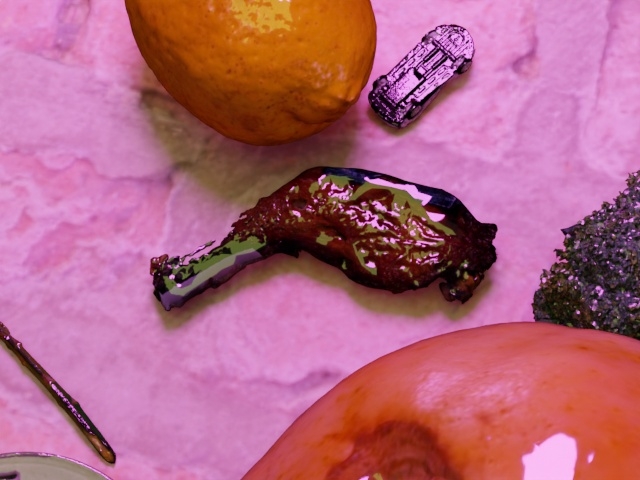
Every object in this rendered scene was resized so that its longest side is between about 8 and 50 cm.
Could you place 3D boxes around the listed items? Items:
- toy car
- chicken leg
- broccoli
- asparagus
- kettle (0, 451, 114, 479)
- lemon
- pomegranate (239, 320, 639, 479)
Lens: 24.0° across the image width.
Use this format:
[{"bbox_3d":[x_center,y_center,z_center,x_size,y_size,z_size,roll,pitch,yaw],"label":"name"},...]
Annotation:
[{"bbox_3d":[0.078,-0.124,1.131,0.093,0.025,0.041,-42,71,-7],"label":"toy car"},{"bbox_3d":[0.000,0.000,1.081,0.253,0.051,0.106,-5,73,8],"label":"chicken leg"},{"bbox_3d":[0.236,0.040,0.990,0.195,0.156,0.195,2,109,7],"label":"broccoli"},{"bbox_3d":[-0.199,0.099,1.082,0.016,0.013,0.166,-38,69,-20],"label":"asparagus"},{"bbox_3d":[-0.179,0.249,0.887,0.165,0.255,0.240,30,73,4],"label":"kettle"},{"bbox_3d":[-0.050,-0.159,1.083,0.170,0.170,0.207,-36,75,-8],"label":"lemon"},{"bbox_3d":[0.118,0.246,0.811,0.411,0.411,0.411,-2,68,6],"label":"pomegranate"}]
